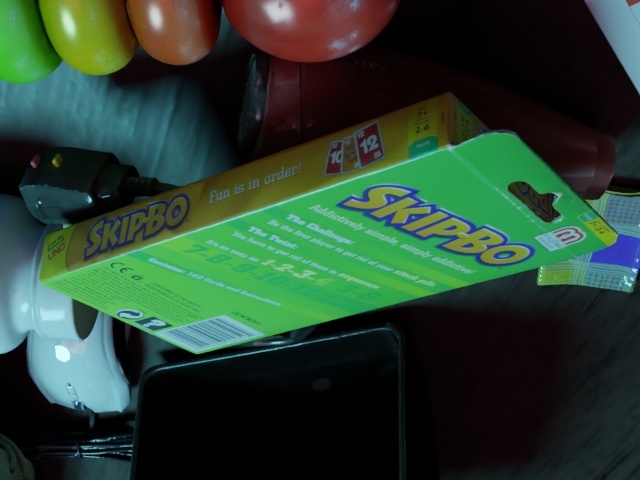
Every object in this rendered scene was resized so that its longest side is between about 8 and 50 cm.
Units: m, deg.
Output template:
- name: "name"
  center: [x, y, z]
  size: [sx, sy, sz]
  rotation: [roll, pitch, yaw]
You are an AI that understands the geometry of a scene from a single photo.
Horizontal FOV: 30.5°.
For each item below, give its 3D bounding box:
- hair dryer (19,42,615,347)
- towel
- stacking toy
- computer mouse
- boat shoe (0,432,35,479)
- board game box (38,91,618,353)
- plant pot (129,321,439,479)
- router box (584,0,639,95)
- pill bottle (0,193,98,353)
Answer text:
- name: "hair dryer"
  center: [0.011, -0.028, 0.640]
  size: [0.293, 0.080, 0.223]
  rotation: [-11, 151, 23]
- name: "towel"
  center: [0.158, -0.001, 0.669]
  size: [0.060, 0.009, 0.083]
  rotation: [7, 135, 1]
- name: "stacking toy"
  center: [-0.126, -0.117, 0.520]
  size: [0.330, 0.141, 0.141]
  rotation: [1, 135, 2]
- name: "computer mouse"
  center: [-0.164, 0.097, 0.792]
  size: [0.106, 0.042, 0.193]
  rotation: [6, 135, 4]
- name: "boat shoe"
  center: [-0.265, 0.175, 0.807]
  size: [0.122, 0.120, 0.324]
  rotation: [37, 141, 21]
- name: "board game box"
  center: [0.000, 0.000, 0.567]
  size: [0.259, 0.039, 0.124]
  rotation: [-14, 151, 32]
- name: "plant pot"
  center: [-0.004, 0.186, 0.770]
  size: [0.188, 0.187, 0.167]
  rotation: [-13, 145, 20]
- name: "router box"
  center: [0.304, -0.115, 0.483]
  size: [0.335, 0.082, 0.301]
  rotation: [-22, 127, 27]
- name: "pill bottle"
  center: [-0.217, 0.016, 0.684]
  size: [0.169, 0.094, 0.094]
  rotation: [5, 135, 3]
